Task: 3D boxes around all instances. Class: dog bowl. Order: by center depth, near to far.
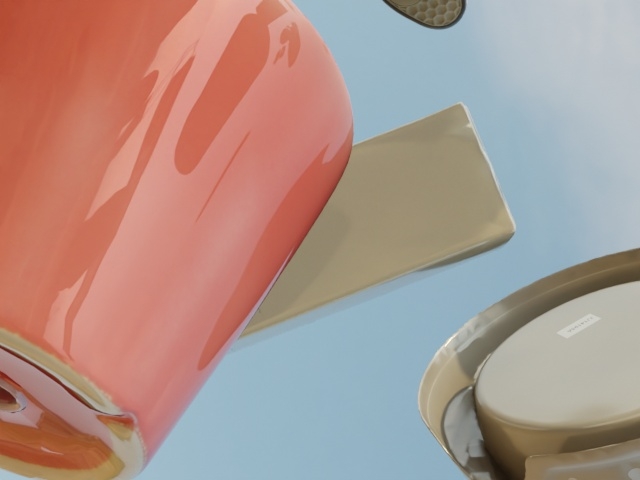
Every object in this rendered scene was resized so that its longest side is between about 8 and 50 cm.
[{"bbox_3d":[0.263,0.126,1.075,0.348,0.348,0.102,1,-61,52],"label":"dog bowl"}]

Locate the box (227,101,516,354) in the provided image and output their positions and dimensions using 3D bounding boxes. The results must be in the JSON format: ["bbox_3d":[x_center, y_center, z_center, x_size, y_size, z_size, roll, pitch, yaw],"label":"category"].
[{"bbox_3d":[0.000,0.000,0.942,0.094,0.275,0.113,84,-14,-80],"label":"box"}]

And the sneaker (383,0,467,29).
[{"bbox_3d":[0.078,-0.326,1.278,0.226,0.163,0.086,43,-57,-5],"label":"sneaker"}]

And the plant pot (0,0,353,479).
[{"bbox_3d":[-0.141,-0.012,0.700,0.275,0.275,0.243,-28,-146,49],"label":"plant pot"}]
